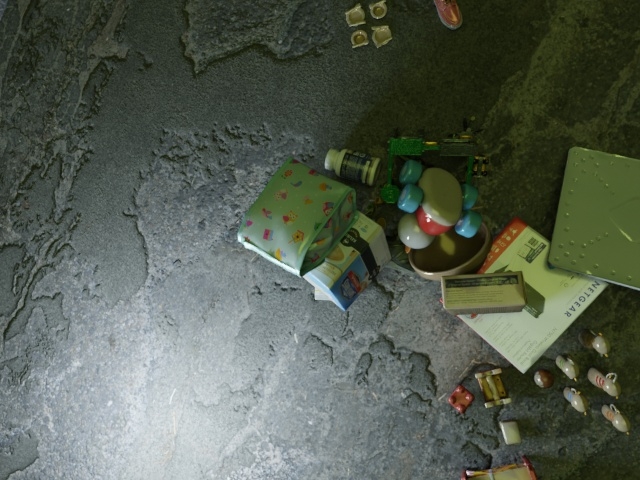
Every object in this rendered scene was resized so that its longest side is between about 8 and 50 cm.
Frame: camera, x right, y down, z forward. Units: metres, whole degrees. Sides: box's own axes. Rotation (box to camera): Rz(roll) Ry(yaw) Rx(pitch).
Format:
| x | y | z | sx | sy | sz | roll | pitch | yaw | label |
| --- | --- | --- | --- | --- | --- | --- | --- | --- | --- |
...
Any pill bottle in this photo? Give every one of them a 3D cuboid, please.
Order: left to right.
| x | y | z | sx | sy | sz | roll | pitch | yaw | label |
| --- | --- | --- | --- | --- | --- | --- | --- | --- | --- |
| 0.104 | -0.243 | 1.456 | 0.169 | 0.094 | 0.094 | 18 | 92 | 13 | pill bottle |

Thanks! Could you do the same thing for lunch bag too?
| x | y | z | sx | sy | sz | roll | pitch | yaw | label |
| --- | --- | --- | --- | --- | --- | --- | --- | --- | --- |
| -0.061 | -0.049 | 1.163 | 0.223 | 0.160 | 0.262 | 29 | 71 | 24 | lunch bag |

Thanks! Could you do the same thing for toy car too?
| x | y | z | sx | sy | sz | roll | pitch | yaw | label |
| --- | --- | --- | --- | --- | --- | --- | --- | --- | --- |
| 0.292 | -0.067 | 1.281 | 0.219 | 0.210 | 0.238 | 21 | 136 | -11 | toy car |

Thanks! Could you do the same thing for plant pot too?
| x | y | z | sx | sy | sz | roll | pitch | yaw | label |
| --- | --- | --- | --- | --- | --- | --- | --- | --- | --- |
| 0.386 | 0.044 | 1.299 | 0.237 | 0.237 | 0.110 | -29 | 121 | 11 | plant pot |

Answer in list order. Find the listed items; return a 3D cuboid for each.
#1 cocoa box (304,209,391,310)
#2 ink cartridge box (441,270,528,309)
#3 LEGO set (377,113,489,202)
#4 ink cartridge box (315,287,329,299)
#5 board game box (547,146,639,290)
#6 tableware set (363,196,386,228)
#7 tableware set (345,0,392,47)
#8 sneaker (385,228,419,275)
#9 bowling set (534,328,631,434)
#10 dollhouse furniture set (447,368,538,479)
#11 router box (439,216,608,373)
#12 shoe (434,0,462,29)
| x | y | z | sx | sy | sz | roll | pitch | yaw | label |
| --- | --- | --- | --- | --- | --- | --- | --- | --- | --- |
| 0.000 | 0.000 | 1.344 | 0.347 | 0.231 | 0.228 | 38 | 80 | 26 | cocoa box |
| 0.429 | 0.144 | 1.182 | 0.193 | 0.234 | 0.088 | -7 | 74 | 19 | ink cartridge box |
| 0.338 | -0.241 | 1.389 | 0.331 | 0.192 | 0.255 | -3 | 116 | 16 | LEGO set |
| 0.043 | 0.091 | 1.473 | 0.108 | 0.062 | 0.209 | 2 | 87 | 15 | ink cartridge box |
| 0.850 | -0.046 | 1.224 | 0.389 | 0.050 | 0.390 | 16 | 69 | 14 | board game box |
| 0.171 | -0.063 | 1.436 | 0.104 | 0.024 | 0.154 | 8 | 88 | 57 | tableware set |
| 0.161 | -0.721 | 1.501 | 0.141 | 0.020 | 0.169 | -10 | 85 | 13 | tableware set |
| 0.283 | 0.038 | 1.405 | 0.227 | 0.087 | 0.130 | 18 | 98 | 19 | sneaker |
| 0.720 | 0.404 | 1.250 | 0.199 | 0.154 | 0.287 | -18 | 83 | 12 | bowling set |
| 0.492 | 0.589 | 1.323 | 0.201 | 0.152 | 0.374 | -18 | 66 | 13 | dollhouse furniture set |
| 0.575 | 0.153 | 1.299 | 0.301 | 0.082 | 0.335 | 42 | 95 | 23 | router box |
| 0.395 | -0.759 | 1.415 | 0.063 | 0.081 | 0.178 | -25 | 82 | 11 | shoe |
